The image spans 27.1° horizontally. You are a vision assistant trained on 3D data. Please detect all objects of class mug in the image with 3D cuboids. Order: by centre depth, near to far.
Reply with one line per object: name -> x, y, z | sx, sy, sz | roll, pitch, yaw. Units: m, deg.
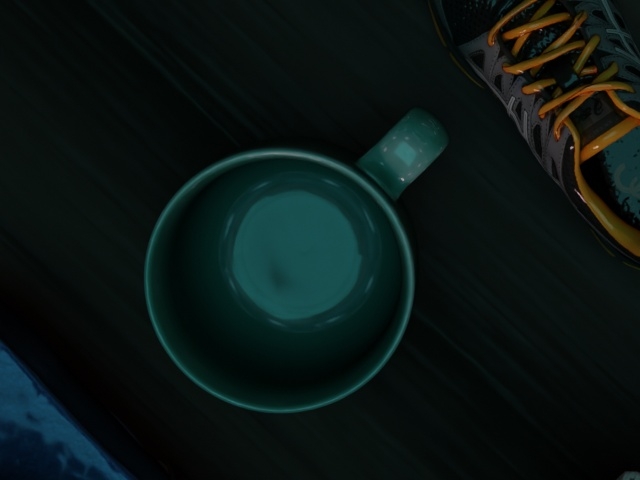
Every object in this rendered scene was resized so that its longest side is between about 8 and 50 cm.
mug -> -0.002, 0.009, 0.668 | 0.157, 0.097, 0.130 | -12, 97, 8

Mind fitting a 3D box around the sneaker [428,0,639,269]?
sneaker -> 0.126, -0.075, 0.648 | 0.084, 0.083, 0.215 | -38, 92, 12

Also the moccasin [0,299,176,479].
moccasin -> -0.107, 0.149, 0.698 | 0.137, 0.117, 0.342 | -31, 96, 3

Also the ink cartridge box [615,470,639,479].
ink cartridge box -> 0.151, 0.256, 0.610 | 0.207, 0.117, 0.283 | 29, 139, 2
